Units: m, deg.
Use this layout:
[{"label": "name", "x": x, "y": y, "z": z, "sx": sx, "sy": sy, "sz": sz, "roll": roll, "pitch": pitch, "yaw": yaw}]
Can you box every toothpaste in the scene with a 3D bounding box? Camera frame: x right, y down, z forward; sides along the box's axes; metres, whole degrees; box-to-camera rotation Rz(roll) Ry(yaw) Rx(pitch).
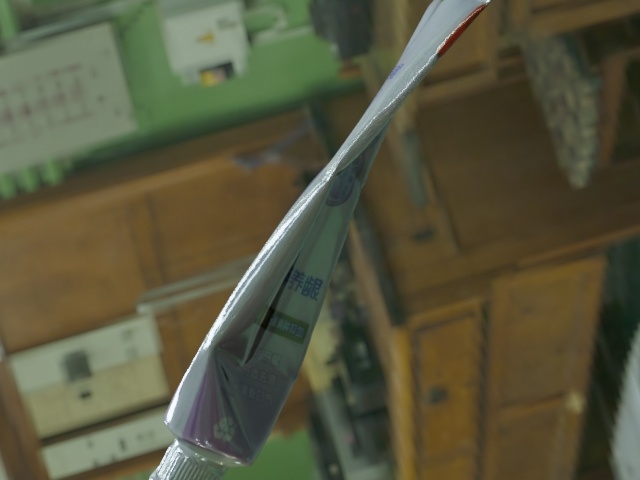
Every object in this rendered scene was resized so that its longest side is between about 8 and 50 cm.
[{"label": "toothpaste", "x": 0.000, "y": 0.000, "z": 0.964, "sx": 0.048, "sy": 0.301, "sz": 0.075, "roll": 29, "pitch": 176, "yaw": 9}]
